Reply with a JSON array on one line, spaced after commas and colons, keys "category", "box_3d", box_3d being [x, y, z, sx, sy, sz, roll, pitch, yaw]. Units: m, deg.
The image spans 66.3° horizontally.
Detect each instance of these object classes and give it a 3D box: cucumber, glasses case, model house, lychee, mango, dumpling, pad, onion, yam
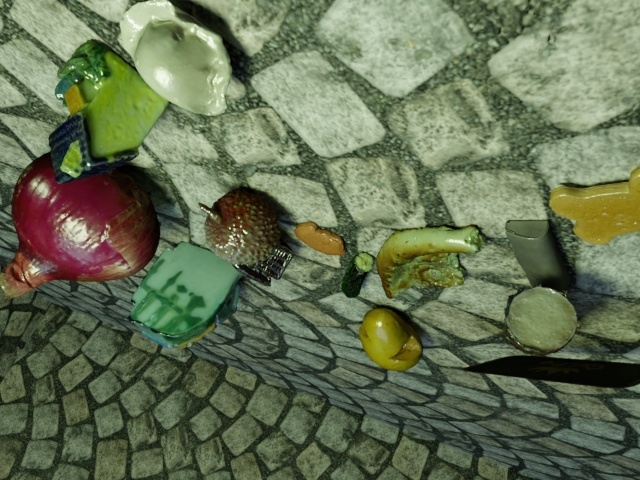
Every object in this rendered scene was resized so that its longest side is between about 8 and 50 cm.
[{"category": "cucumber", "box_3d": [0.086, 0.086, 1.197, 0.058, 0.058, 0.187, 20, 153, 4]}, {"category": "glasses case", "box_3d": [0.393, 0.030, 0.886, 0.072, 0.042, 0.190, 8, 151, 42]}, {"category": "model house", "box_3d": [-0.387, 0.212, 1.510, 0.252, 0.295, 0.329, 22, 151, 9]}, {"category": "lychee", "box_3d": [-0.176, -0.029, 1.054, 0.165, 0.165, 0.197, -6, 158, 43]}, {"category": "mango", "box_3d": [0.198, 0.282, 1.402, 0.167, 0.130, 0.262, -3, 140, 36]}, {"category": "model house", "box_3d": [-0.150, 0.025, 1.197, 0.165, 0.106, 0.152, 28, 155, -23]}, {"category": "model house", "box_3d": [-0.413, -0.198, 0.863, 0.194, 0.211, 0.170, -6, 144, 45]}, {"category": "dumpling", "box_3d": [-0.197, -0.267, 0.703, 0.188, 0.108, 0.127, 42, 124, -10]}, {"category": "pad", "box_3d": [0.550, 0.256, 1.105, 0.315, 0.063, 0.375, 0, 174, -37]}, {"category": "onion", "box_3d": [-0.579, -0.018, 1.134, 0.348, 0.385, 0.348, 30, 152, 18]}, {"category": "yam", "box_3d": [0.423, 0.162, 0.949, 0.131, 0.131, 0.280, 9, 170, 24]}]

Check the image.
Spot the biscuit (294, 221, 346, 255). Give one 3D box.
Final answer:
[{"category": "biscuit", "box_3d": [0.000, 0.000, 1.138, 0.130, 0.019, 0.102, 30, 153, -19]}]

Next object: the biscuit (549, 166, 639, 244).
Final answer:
[{"category": "biscuit", "box_3d": [0.460, -0.053, 0.683, 0.158, 0.035, 0.240, 36, 150, -32]}]

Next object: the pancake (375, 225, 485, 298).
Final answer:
[{"category": "pancake", "box_3d": [0.221, 0.059, 1.049, 0.197, 0.054, 0.376, 22, 155, -3]}]
